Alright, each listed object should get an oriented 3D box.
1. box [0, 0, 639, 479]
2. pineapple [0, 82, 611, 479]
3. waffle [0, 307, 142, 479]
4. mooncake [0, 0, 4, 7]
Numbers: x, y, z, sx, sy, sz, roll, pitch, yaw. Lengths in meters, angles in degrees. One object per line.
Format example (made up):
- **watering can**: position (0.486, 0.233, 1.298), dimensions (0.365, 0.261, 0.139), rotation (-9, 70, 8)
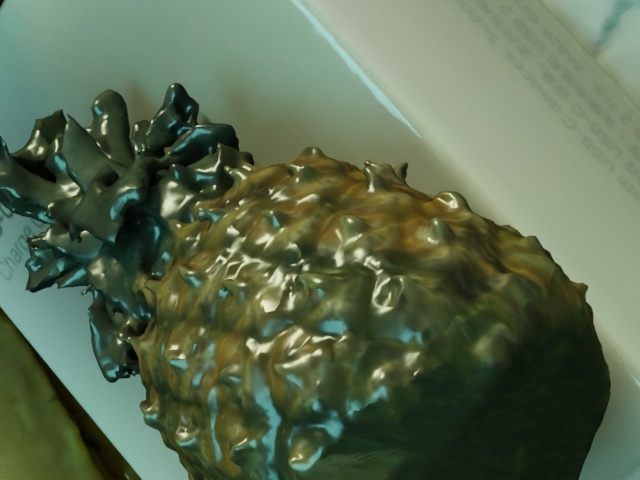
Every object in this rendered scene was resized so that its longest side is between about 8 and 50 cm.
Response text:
- **box**: position (0.000, 0.000, 0.528), dimensions (0.251, 0.106, 0.203), rotation (50, 134, 8)
- **pineapple**: position (-0.021, 0.015, 0.423), dimensions (0.198, 0.108, 0.108), rotation (29, 128, 38)
- **waffle**: position (-0.137, 0.156, 0.709), dimensions (0.261, 0.114, 0.376), rotation (-33, 90, 40)
- **mooncake**: position (-0.194, -0.133, 0.581), dimensions (0.228, 0.124, 0.228), rotation (16, 114, 40)
